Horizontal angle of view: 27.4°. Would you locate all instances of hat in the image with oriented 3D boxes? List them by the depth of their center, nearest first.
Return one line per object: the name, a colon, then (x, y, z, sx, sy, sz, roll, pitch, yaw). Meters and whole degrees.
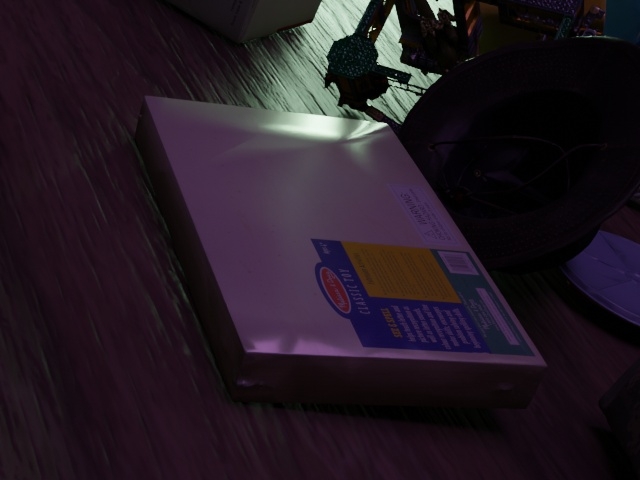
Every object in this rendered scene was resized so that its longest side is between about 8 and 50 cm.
hat: (0.224, -0.062, 1.364, 0.134, 0.331, 0.331, 53, 7, -38)

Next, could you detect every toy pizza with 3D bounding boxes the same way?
toy pizza: (0.339, 0.053, 1.433, 0.201, 0.032, 0.201, 19, 27, -10)

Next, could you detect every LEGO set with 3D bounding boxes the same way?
LEGO set: (0.181, -0.208, 1.604, 0.331, 0.255, 0.192, 11, -21, 16)

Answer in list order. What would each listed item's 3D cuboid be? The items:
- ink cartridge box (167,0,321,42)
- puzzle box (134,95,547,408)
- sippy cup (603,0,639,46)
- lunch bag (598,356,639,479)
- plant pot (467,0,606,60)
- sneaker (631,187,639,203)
ink cartridge box: (-0.155, -0.396, 1.718, 0.306, 0.131, 0.226, 31, 28, 15)
puzzle box: (0.000, 0.000, 1.187, 0.272, 0.052, 0.409, 5, 32, -23)
sippy cup: (0.525, -0.421, 2.266, 0.305, 0.240, 0.224, 14, 29, 31)
lunch bag: (0.412, 0.199, 1.086, 0.287, 0.169, 0.235, 26, 22, -16)
plant pot: (0.285, -0.297, 1.799, 0.187, 0.212, 0.212, 6, 50, 7)
sneaker: (0.384, -0.129, 1.743, 0.282, 0.102, 0.161, 33, 22, -9)
